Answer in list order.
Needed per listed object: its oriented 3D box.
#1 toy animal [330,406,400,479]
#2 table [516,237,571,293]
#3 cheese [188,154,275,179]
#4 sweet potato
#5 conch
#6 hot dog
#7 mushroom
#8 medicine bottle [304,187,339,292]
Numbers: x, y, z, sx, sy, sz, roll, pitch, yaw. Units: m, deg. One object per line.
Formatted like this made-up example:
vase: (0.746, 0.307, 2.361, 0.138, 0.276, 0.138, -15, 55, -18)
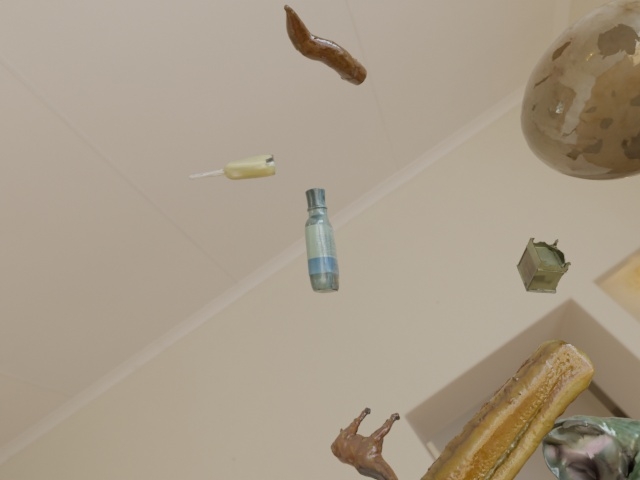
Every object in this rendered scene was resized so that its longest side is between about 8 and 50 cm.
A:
toy animal: (0.114, 0.426, 0.909, 0.230, 0.224, 0.066, -44, -56, -57)
table: (0.447, 0.049, 0.941, 0.063, 0.079, 0.083, 4, -49, -1)
cheese: (-0.253, -0.202, 1.359, 0.252, 0.127, 0.054, -10, -72, -4)
sweet potato: (0.004, -0.424, 1.048, 0.281, 0.067, 0.059, 14, -89, -43)
conch: (0.568, 0.430, 0.857, 0.220, 0.277, 0.195, -37, -21, 3)
hot dog: (0.220, 0.237, 0.566, 0.286, 0.088, 0.061, -41, -20, -5)
mushroom: (0.565, -0.292, 0.898, 0.363, 0.294, 0.362, -2, -41, -2)
medicine bottle: (0.000, 0.000, 0.938, 0.054, 0.208, 0.090, -10, -13, 16)
